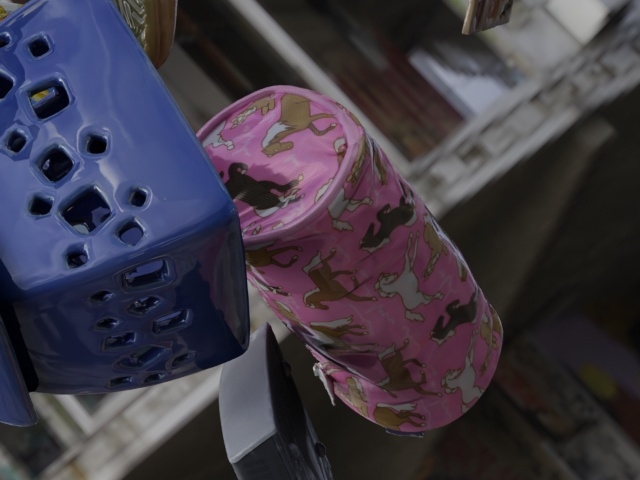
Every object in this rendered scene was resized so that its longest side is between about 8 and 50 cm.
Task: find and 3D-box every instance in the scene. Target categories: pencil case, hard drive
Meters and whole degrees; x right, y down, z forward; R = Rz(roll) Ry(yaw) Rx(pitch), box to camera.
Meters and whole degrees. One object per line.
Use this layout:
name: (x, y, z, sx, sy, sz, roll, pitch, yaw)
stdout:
pencil case: (0.022, 0.024, 1.607, 0.167, 0.160, 0.386, -53, -37, -12)
hard drive: (-0.031, 0.180, 1.552, 0.054, 0.172, 0.254, -21, 16, 3)

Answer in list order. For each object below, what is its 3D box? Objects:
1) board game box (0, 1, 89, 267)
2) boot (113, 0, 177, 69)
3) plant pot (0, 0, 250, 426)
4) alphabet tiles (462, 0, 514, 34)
board game box: (-0.313, -0.060, 1.661, 0.144, 0.275, 0.142, -28, -20, 39)
boot: (-0.073, -0.256, 1.683, 0.270, 0.236, 0.089, -2, -8, -36)
plant pot: (-0.196, -0.012, 1.369, 0.212, 0.236, 0.236, -25, -24, -13)
alphabet tiles: (0.170, -0.302, 1.669, 0.198, 0.009, 0.237, -27, -49, -64)
